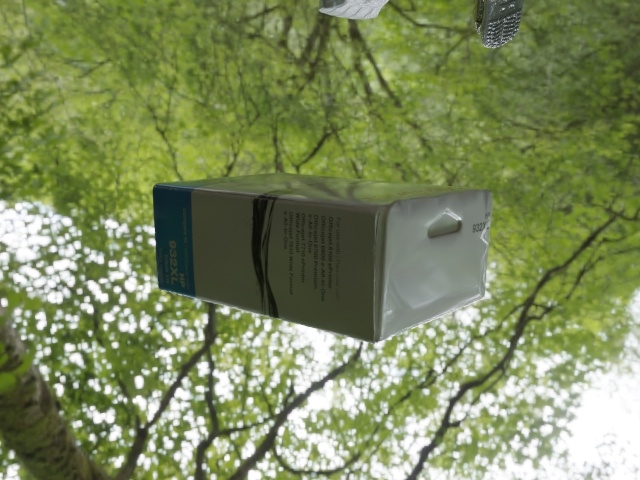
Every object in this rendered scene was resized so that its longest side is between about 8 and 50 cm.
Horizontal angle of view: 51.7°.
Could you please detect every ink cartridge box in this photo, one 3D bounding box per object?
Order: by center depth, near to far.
[{"bbox_3d":[0.000,0.000,0.730,0.307,0.129,0.223,9,-168,38],"label":"ink cartridge box"}]

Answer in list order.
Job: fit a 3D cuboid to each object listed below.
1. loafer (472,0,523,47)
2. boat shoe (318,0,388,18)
[{"bbox_3d":[0.279,-0.428,1.046,0.094,0.251,0.087,-18,-125,-14],"label":"loafer"},{"bbox_3d":[0.082,-0.532,1.349,0.121,0.119,0.335,4,-173,-16],"label":"boat shoe"}]
